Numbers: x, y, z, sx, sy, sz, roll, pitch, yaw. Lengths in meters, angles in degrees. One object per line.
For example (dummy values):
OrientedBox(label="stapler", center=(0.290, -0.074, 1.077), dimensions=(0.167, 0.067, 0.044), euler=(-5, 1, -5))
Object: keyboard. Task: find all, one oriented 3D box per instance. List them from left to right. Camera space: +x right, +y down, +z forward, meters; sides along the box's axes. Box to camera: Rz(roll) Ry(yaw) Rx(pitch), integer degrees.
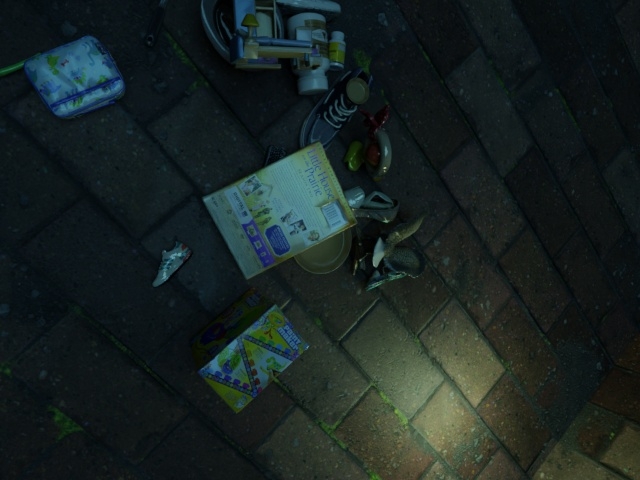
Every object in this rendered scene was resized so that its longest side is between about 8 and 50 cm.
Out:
OrientedBox(label="keyboard", center=(-0.149, -0.220, 1.452), dimensions=(0.100, 0.038, 0.192), euler=(12, 91, -23))

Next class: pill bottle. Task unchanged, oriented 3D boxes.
OrientedBox(label="pill bottle", center=(-0.036, -0.607, 1.411), dimensions=(0.131, 0.131, 0.230), euler=(-10, 99, -21))
OrientedBox(label="pill bottle", center=(0.054, -0.653, 1.480), dimensions=(0.065, 0.065, 0.117), euler=(4, 93, -23))

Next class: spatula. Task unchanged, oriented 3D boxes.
OrientedBox(label="spatula", center=(-0.465, -0.716, 1.278), dimensions=(0.084, 0.030, 0.297), euler=(18, 88, -25))

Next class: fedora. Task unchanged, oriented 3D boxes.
OrientedBox(label="fedora", center=(-0.246, -0.657, 1.323), dimensions=(0.275, 0.124, 0.244), euler=(39, 82, -30))

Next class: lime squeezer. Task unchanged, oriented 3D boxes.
OrientedBox(label="lime squeezer", center=(-0.903, -0.447, 1.120), dimensions=(0.310, 0.059, 0.110), euler=(-4, 66, -21))

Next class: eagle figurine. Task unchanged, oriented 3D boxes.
OrientedBox(label="eagle figurine", center=(0.269, 0.010, 1.553), dimensions=(0.298, 0.226, 0.225), euler=(-1, 63, -6))

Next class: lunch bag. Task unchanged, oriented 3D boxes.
OrientedBox(label="lunch bag", center=(-0.670, -0.445, 1.189), dimensions=(0.218, 0.090, 0.176), euler=(-30, 108, -16))

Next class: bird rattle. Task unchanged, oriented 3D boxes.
OrientedBox(label="bird rattle", center=(0.194, -0.324, 1.474), dimensions=(0.143, 0.254, 0.207), euler=(-6, 58, -27))

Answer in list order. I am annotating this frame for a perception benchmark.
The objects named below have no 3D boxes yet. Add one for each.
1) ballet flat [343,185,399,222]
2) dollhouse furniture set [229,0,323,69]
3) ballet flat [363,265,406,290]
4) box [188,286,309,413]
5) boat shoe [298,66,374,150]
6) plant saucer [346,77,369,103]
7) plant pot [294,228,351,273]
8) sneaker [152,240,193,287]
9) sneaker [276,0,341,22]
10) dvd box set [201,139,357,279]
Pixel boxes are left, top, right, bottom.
OrientedBox(label="ballet flat", center=(0.151, -0.140, 1.540), dimensions=(0.315, 0.108, 0.106), euler=(4, 138, -29))
OrientedBox(label="dollhouse furniture set", center=(-0.104, -0.578, 1.153), dimensions=(0.286, 0.303, 0.198), euler=(-6, 108, -18))
OrientedBox(label="ballet flat", center=(0.237, 0.136, 1.640), dimensions=(0.188, 0.070, 0.070), euler=(-18, 101, -22))
OrientedBox(label="box", center=(-0.232, 0.320, 1.331), dimensions=(0.279, 0.290, 0.177), euler=(-40, 107, -15))
OrientedBox(label="boat shoe", center=(0.051, -0.437, 1.448), dimensions=(0.127, 0.158, 0.341), euler=(30, 83, -22))
OrientedBox(label="plant saucer", center=(0.117, -0.479, 1.378), dimensions=(0.083, 0.015, 0.084), euler=(0, 90, -24))
OrientedBox(label="plant pot", center=(0.000, 0.000, 1.537), dimensions=(0.236, 0.032, 0.237), euler=(-2, 95, -22))
OrientedBox(label="sneaker", center=(-0.477, 0.072, 1.341), dimensions=(0.075, 0.057, 0.161), euler=(42, 80, -3))
OrientedBox(label="sneaker", center=(-0.067, -0.795, 1.398), dimensions=(0.296, 0.111, 0.130), euler=(2, 88, -24))
OrientedBox(label="dvd box set", center=(-0.127, -0.100, 1.407), dimensions=(0.420, 0.062, 0.308), euler=(-28, 105, -3))
